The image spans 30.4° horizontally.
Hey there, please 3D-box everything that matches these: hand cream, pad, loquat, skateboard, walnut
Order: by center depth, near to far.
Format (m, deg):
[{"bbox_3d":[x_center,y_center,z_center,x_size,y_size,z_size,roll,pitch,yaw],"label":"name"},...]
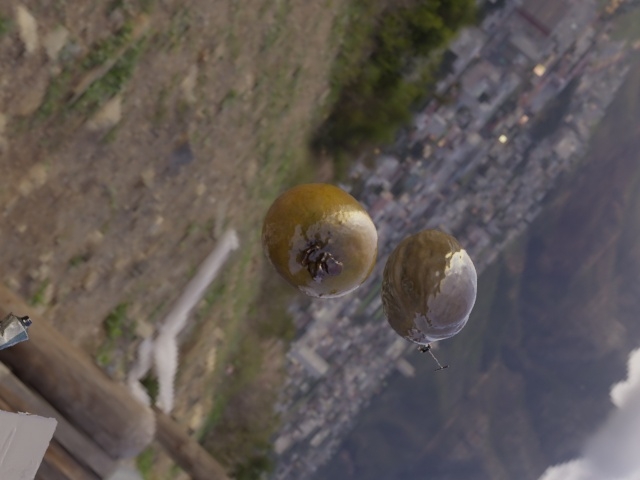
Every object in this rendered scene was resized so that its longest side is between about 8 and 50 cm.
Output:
[{"bbox_3d":[0.000,0.000,1.469,0.137,0.163,0.163,-31,172,6],"label":"loquat"},{"bbox_3d":[-0.449,0.330,1.560,0.004,0.156,0.232,55,46,-48],"label":"pad"},{"bbox_3d":[0.151,0.064,1.643,0.140,0.140,0.162,121,-8,-49],"label":"walnut"},{"bbox_3d":[-0.538,0.196,1.776,0.248,0.052,0.075,-41,-158,-19],"label":"hand cream"},{"bbox_3d":[0.229,0.226,2.409,0.032,0.083,0.064,-24,-148,20],"label":"skateboard"}]
